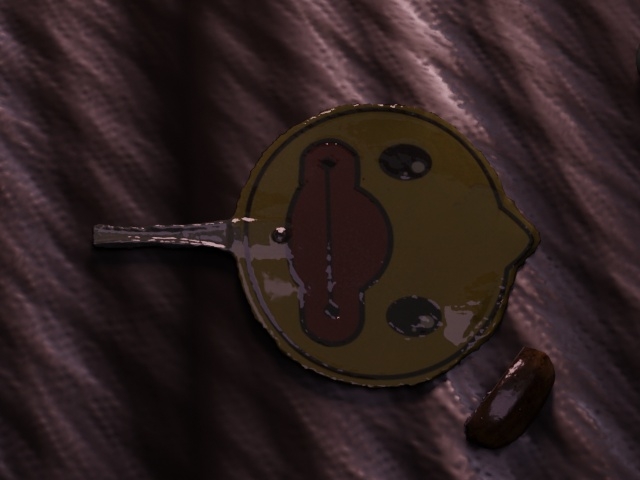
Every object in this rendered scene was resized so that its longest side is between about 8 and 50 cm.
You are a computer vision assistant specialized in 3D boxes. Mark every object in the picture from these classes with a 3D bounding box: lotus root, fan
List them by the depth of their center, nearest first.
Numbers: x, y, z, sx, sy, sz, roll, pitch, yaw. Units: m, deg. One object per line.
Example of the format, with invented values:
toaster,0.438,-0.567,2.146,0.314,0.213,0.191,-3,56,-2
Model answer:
lotus root,0.137,0.112,0.847,0.037,0.030,0.083,38,70,10
fan,0.000,0.000,0.893,0.334,0.011,0.230,-1,68,-5

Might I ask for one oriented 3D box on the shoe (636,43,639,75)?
shoe,0.368,-0.115,0.923,0.251,0.100,0.103,26,67,9
